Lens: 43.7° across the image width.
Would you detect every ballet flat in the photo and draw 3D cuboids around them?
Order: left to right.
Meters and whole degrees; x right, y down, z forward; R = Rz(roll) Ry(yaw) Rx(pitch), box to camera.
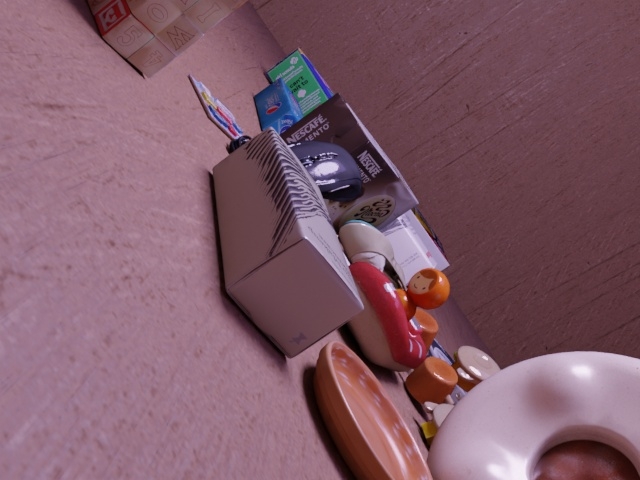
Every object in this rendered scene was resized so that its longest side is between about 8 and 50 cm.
[{"bbox_3d":[0.106,0.049,1.507,0.248,0.086,0.086,46,14,-52],"label":"ballet flat"}]

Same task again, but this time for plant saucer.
[{"bbox_3d":[0.051,0.195,0.811,0.200,0.037,0.200,53,10,-14],"label":"plant saucer"}]

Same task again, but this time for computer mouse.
[{"bbox_3d":[0.002,-0.080,1.167,0.262,0.060,0.184,4,51,-48],"label":"computer mouse"}]

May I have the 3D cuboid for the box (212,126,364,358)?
[{"bbox_3d":[-0.044,-0.010,0.850,0.113,0.094,0.275,51,10,-30],"label":"box"}]

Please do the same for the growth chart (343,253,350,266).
[{"bbox_3d":[0.000,0.000,1.286,0.172,0.021,0.237,59,9,26],"label":"growth chart"}]

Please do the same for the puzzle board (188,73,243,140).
[{"bbox_3d":[-0.147,-0.187,1.201,0.128,0.011,0.096,43,16,-56],"label":"puzzle board"}]

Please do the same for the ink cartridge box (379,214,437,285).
[{"bbox_3d":[0.136,-0.026,1.780,0.273,0.115,0.198,57,9,5],"label":"ink cartridge box"}]

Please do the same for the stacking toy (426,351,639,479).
[{"bbox_3d":[0.332,0.404,0.971,0.350,0.351,0.480,-112,-177,-53],"label":"stacking toy"}]

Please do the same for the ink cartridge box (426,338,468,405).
[{"bbox_3d":[0.243,0.253,1.589,0.206,0.045,0.208,50,9,-30],"label":"ink cartridge box"}]

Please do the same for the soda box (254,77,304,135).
[{"bbox_3d":[-0.078,-0.250,1.584,0.067,0.071,0.210,52,10,-27],"label":"soda box"}]

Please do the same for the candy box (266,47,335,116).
[{"bbox_3d":[0.013,-0.319,2.149,0.317,0.122,0.268,58,10,20],"label":"candy box"}]

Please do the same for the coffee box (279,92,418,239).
[{"bbox_3d":[0.045,-0.116,1.455,0.119,0.168,0.297,61,10,28],"label":"coffee box"}]

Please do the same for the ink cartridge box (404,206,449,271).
[{"bbox_3d":[0.225,-0.034,2.231,0.272,0.130,0.309,54,9,-6],"label":"ink cartridge box"}]

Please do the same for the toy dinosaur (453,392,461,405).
[{"bbox_3d":[0.268,0.336,1.463,0.183,0.053,0.092,34,38,-49],"label":"toy dinosaur"}]

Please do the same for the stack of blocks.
[{"bbox_3d":[-0.135,-0.350,0.922,0.087,0.297,0.171,40,18,-54],"label":"stack of blocks"}]

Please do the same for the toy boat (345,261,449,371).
[{"bbox_3d":[0.115,0.093,1.142,0.151,0.151,0.231,59,9,22],"label":"toy boat"}]

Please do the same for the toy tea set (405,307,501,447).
[{"bbox_3d":[0.201,0.258,1.263,0.200,0.124,0.336,20,28,-21],"label":"toy tea set"}]
